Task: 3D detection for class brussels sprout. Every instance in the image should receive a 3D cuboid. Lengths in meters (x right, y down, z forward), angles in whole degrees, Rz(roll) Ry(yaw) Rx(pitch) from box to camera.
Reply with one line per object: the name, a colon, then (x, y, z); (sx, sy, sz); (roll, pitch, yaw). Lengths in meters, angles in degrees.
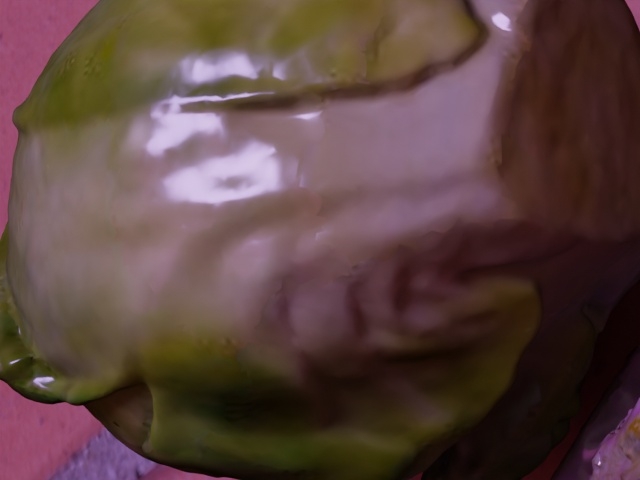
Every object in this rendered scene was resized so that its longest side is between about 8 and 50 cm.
brussels sprout: (0.001, -0.001, 0.770); (0.294, 0.259, 0.227); (-27, 65, 40)

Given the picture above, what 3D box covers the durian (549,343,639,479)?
durian: (0.138, 0.098, 0.713); (0.260, 0.154, 0.186); (-47, 29, 44)
